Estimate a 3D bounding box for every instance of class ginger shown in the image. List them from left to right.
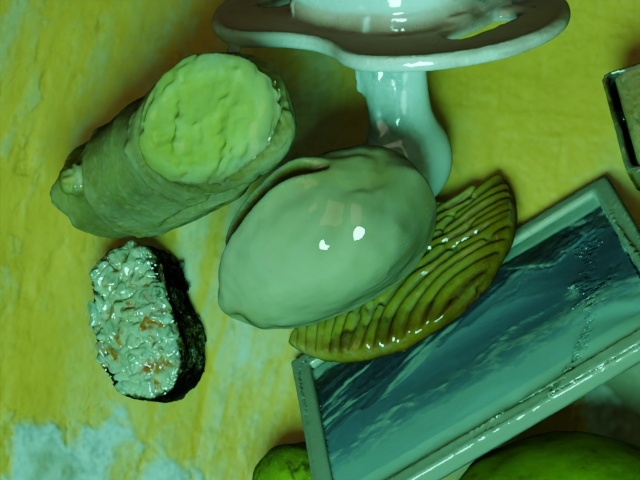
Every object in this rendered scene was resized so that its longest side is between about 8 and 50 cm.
[{"bbox_3d":[-0.118,-0.079,1.406,0.190,0.354,0.126,-6,84,-26],"label":"ginger"}]

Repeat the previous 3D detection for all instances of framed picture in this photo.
[{"bbox_3d":[0.130,0.090,1.333,0.335,0.022,0.247,-32,28,11],"label":"framed picture"}]

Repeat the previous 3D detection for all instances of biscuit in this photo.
[{"bbox_3d":[0.078,0.022,1.417,0.176,0.031,0.228,17,62,47],"label":"biscuit"}]

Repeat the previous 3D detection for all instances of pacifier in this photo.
[{"bbox_3d":[0.060,-0.175,1.390,0.332,0.220,0.273,16,85,42],"label":"pacifier"}]

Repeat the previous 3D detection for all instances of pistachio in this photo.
[{"bbox_3d":[0.000,0.000,1.346,0.223,0.152,0.126,-30,36,32],"label":"pistachio"}]

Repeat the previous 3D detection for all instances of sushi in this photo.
[{"bbox_3d":[-0.163,0.078,1.491,0.090,0.078,0.150,-18,75,15],"label":"sushi"}]

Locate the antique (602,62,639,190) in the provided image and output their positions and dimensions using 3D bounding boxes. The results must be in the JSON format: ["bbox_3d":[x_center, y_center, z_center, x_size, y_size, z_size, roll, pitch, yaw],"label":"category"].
[{"bbox_3d":[0.401,-0.129,1.336,0.310,0.087,0.093,-16,74,16],"label":"antique"}]

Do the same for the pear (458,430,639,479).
[{"bbox_3d":[0.221,0.287,1.234,0.307,0.253,0.253,35,92,19],"label":"pear"}]

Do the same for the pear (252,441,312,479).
[{"bbox_3d":[0.001,0.227,1.393,0.107,0.107,0.131,-46,58,6],"label":"pear"}]
